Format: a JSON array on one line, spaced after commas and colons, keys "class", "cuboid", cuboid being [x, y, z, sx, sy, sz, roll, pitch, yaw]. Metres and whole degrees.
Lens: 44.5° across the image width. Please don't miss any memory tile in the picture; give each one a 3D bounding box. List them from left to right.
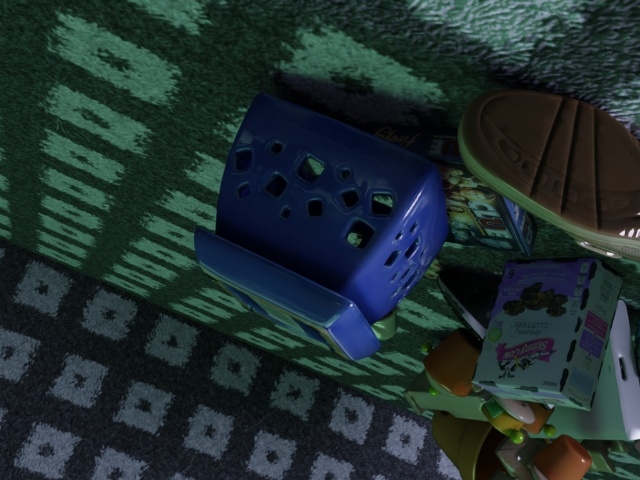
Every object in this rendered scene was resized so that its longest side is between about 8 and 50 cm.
[{"class": "memory tile", "cuboid": [0.134, 0.029, 1.332, 0.147, 0.012, 0.113, 16, 162, 17]}]

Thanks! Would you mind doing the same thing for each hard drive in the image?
[{"class": "hard drive", "cuboid": [0.414, 0.221, 1.286, 0.040, 0.203, 0.307, -2, 167, -13]}]

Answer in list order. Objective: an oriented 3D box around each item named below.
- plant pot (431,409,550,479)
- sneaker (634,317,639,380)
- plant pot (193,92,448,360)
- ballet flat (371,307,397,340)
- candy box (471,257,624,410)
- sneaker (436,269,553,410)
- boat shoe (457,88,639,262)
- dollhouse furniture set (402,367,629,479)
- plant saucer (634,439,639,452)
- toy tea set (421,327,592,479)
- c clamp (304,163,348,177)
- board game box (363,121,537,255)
[{"class": "plant pot", "cuboid": [0.426, 0.489, 2.019, 0.291, 0.291, 0.203, 35, 175, -40]}, {"class": "sneaker", "cuboid": [0.578, 0.188, 1.108, 0.261, 0.125, 0.104, 8, 160, 37]}, {"class": "plant pot", "cuboid": [0.000, 0.000, 0.920, 0.235, 0.212, 0.236, 24, 167, 20]}, {"class": "ballet flat", "cuboid": [0.051, 0.140, 1.692, 0.248, 0.086, 0.086, 16, 163, 9]}, {"class": "candy box", "cuboid": [0.318, 0.129, 1.106, 0.070, 0.196, 0.164, 30, 160, -29]}, {"class": "sneaker", "cuboid": [0.311, 0.130, 1.257, 0.283, 0.124, 0.107, 48, -179, 32]}, {"class": "boat shoe", "cuboid": [0.275, -0.039, 0.768, 0.341, 0.122, 0.110, 23, 162, -10]}, {"class": "dollhouse furniture set", "cuboid": [0.407, 0.436, 1.726, 0.394, 0.362, 0.256, 56, 152, -13]}, {"class": "plant saucer", "cuboid": [0.859, 0.458, 1.690, 0.332, 0.084, 0.332, 18, 164, 6]}, {"class": "toy tea set", "cuboid": [0.287, 0.282, 1.273, 0.200, 0.124, 0.336, 29, -162, -26]}, {"class": "c clamp", "cuboid": [-0.007, -0.098, 1.089, 0.137, 0.022, 0.161, 16, 163, 16]}, {"class": "board game box", "cuboid": [0.165, -0.059, 0.971, 0.165, 0.042, 0.243, 10, 160, 30]}]
